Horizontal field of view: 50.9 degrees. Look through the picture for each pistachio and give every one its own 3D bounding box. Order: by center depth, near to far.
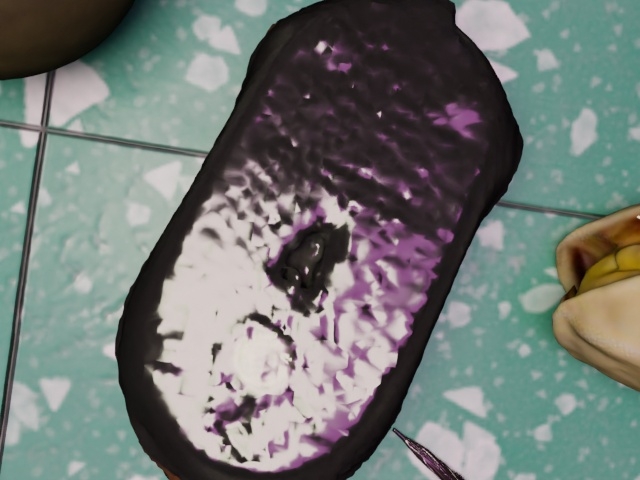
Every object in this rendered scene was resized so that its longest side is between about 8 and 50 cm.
[{"bbox_3d":[0.267,0.049,0.436,0.229,0.157,0.157,13,91,7],"label":"pistachio"}]

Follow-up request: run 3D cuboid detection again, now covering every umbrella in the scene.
[{"bbox_3d":[0.098,0.176,0.485,0.122,0.022,0.013,44,114,5],"label":"umbrella"}]

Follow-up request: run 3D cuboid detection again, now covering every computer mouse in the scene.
[{"bbox_3d":[-0.001,0.001,0.419,0.182,0.116,0.323,28,83,-4],"label":"computer mouse"}]

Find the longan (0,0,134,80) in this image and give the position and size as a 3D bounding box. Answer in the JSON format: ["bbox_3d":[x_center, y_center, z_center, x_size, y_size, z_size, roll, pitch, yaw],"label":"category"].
[{"bbox_3d":[-0.187,-0.182,0.363,0.212,0.198,0.198,-23,94,-19],"label":"longan"}]
